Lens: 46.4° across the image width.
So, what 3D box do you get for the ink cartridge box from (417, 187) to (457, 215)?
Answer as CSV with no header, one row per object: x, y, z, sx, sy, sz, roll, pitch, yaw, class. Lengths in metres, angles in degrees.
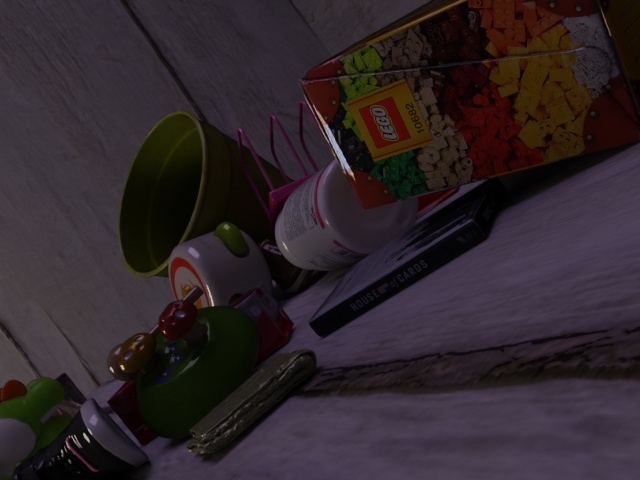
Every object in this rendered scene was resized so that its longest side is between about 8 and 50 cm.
0.176,-0.106,1.324,0.134,0.078,0.231,-35,5,19,ink cartridge box

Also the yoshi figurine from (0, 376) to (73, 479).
-0.504,0.395,1.177,0.362,0.203,0.203,-53,-31,-21,yoshi figurine

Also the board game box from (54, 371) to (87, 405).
-0.650,0.438,1.719,0.232,0.141,0.291,-38,5,-16,board game box

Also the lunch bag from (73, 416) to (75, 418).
-0.419,0.347,1.316,0.083,0.071,0.053,-37,8,-35,lunch bag

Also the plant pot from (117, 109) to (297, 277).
-0.213,-0.065,1.693,0.353,0.366,0.366,15,-35,-38,plant pot

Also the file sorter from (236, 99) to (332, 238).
0.001,-0.170,1.461,0.291,0.182,0.202,-25,-17,-11,file sorter

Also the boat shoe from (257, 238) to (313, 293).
-0.084,0.043,1.475,0.095,0.095,0.257,-63,14,-7,boat shoe

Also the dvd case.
0.107,0.017,0.900,0.239,0.029,0.179,-35,5,28,dvd case

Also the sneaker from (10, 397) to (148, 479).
-0.309,0.285,0.932,0.147,0.104,0.296,-41,0,-25,sneaker

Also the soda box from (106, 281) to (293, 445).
-0.167,0.173,1.059,0.263,0.083,0.092,-37,5,9,soda box

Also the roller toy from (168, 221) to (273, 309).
-0.197,0.083,1.428,0.146,0.209,0.191,-22,2,-33,roller toy

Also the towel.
-0.072,0.165,0.765,0.148,0.027,0.110,-40,4,-22,towel

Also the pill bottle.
0.028,-0.037,1.221,0.160,0.160,0.283,-39,5,-22,pill bottle

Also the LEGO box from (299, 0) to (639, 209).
0.278,-0.265,0.965,0.372,0.193,0.500,-13,21,46,LEGO box

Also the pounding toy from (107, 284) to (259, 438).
-0.193,0.127,0.933,0.183,0.110,0.237,-49,34,-11,pounding toy

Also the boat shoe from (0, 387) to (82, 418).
-0.554,0.362,1.474,0.341,0.121,0.110,2,-6,41,boat shoe
